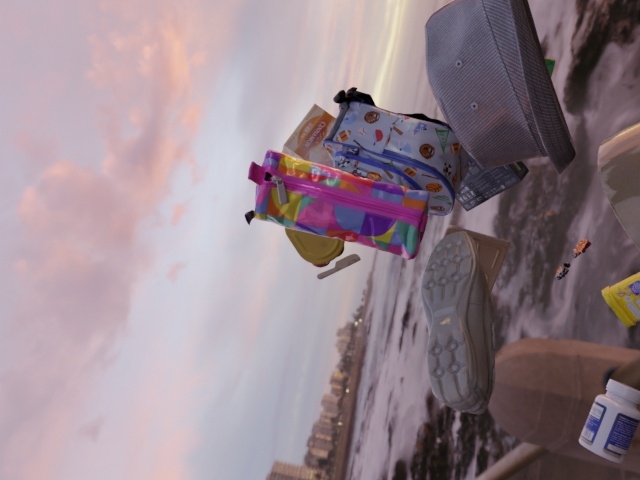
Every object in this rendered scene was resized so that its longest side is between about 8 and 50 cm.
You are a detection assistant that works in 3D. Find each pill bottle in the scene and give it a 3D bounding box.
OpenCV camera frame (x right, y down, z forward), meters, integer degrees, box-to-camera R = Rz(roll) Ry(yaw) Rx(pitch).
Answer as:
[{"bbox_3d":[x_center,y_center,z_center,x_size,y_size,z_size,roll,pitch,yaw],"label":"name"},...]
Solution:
[{"bbox_3d":[0.755,0.461,1.443,0.112,0.111,0.187,14,-82,-85],"label":"pill bottle"}]

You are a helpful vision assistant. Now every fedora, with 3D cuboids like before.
[{"bbox_3d":[0.201,-0.198,0.659,0.243,0.124,0.276,-34,-76,-62],"label":"fedora"}]

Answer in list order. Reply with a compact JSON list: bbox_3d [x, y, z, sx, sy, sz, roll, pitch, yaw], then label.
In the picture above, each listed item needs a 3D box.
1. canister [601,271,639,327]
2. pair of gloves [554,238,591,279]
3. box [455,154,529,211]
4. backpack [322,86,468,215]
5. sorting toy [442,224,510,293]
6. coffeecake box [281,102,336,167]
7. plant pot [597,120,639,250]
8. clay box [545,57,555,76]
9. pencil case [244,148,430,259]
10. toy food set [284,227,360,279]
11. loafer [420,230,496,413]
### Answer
[{"bbox_3d":[0.900,0.150,1.557,0.170,0.126,0.073,-38,5,30],"label":"canister"},{"bbox_3d":[0.423,0.032,0.944,0.083,0.010,0.074,-56,-11,9],"label":"pair of gloves"},{"bbox_3d":[0.439,-0.203,1.580,0.059,0.183,0.232,-44,3,-32],"label":"box"},{"bbox_3d":[0.153,-0.146,1.110,0.276,0.263,0.213,40,-117,-63],"label":"backpack"},{"bbox_3d":[0.437,0.068,1.665,0.038,0.192,0.209,-76,1,-68],"label":"sorting toy"},{"bbox_3d":[0.017,-0.233,1.431,0.142,0.185,0.068,-55,1,-15],"label":"coffeecake box"},{"bbox_3d":[0.538,-0.099,0.668,0.274,0.256,0.257,-42,26,49],"label":"plant pot"},{"bbox_3d":[0.451,-0.300,1.243,0.222,0.053,0.128,55,-129,-81],"label":"clay box"},{"bbox_3d":[0.023,-0.046,0.725,0.104,0.236,0.105,-167,90,-88],"label":"pencil case"},{"bbox_3d":[0.000,0.000,1.406,0.218,0.128,0.071,57,-179,20],"label":"toy food set"},{"bbox_3d":[0.237,0.131,0.945,0.111,0.112,0.320,38,-132,-36],"label":"loafer"}]
